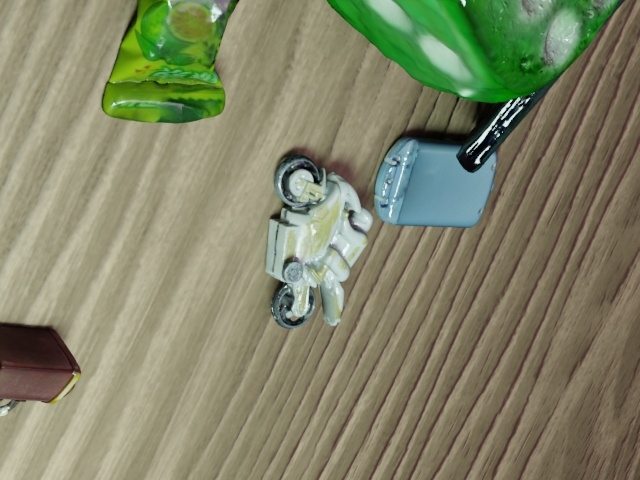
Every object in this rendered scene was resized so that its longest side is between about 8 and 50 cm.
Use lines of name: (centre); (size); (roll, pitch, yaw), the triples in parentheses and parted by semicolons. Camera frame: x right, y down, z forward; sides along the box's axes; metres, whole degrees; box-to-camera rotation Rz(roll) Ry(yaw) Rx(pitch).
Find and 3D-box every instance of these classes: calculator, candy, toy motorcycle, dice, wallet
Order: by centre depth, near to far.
candy: (-0.150, -0.243, 1.907); (0.149, 0.069, 0.246); (1, 130, -26)
dice: (0.167, -0.354, 1.977); (0.287, 0.300, 0.297); (-47, 133, -16)
toy motorcycle: (0.000, 0.000, 2.167); (0.151, 0.074, 0.228); (-9, 108, -32)
wallet: (0.308, -0.247, 2.179); (0.379, 0.046, 0.191); (-50, 177, 22)
calculator: (0.157, -0.075, 2.288); (0.210, 0.039, 0.121); (1, 112, -42)

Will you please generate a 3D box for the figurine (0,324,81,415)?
figurine: (-0.340, 0.156, 1.954); (0.154, 0.082, 0.098); (11, 117, -44)
